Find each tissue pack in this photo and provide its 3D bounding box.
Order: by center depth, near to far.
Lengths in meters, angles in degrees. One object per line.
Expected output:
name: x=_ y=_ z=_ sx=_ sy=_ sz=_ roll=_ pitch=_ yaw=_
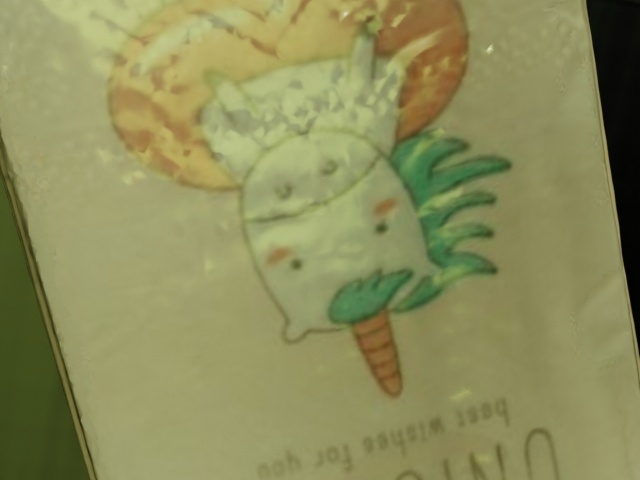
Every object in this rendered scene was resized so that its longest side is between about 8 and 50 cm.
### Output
tissue pack: x=0.000 y=0.000 z=0.484 sx=0.170 sy=0.071 sz=0.325 roll=-15 pitch=110 yaw=-8
